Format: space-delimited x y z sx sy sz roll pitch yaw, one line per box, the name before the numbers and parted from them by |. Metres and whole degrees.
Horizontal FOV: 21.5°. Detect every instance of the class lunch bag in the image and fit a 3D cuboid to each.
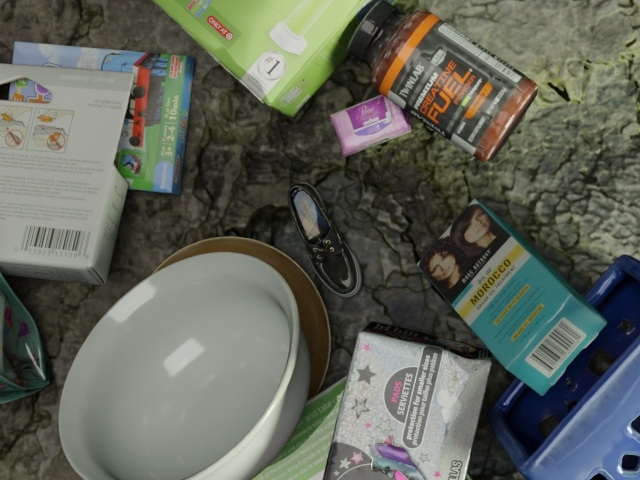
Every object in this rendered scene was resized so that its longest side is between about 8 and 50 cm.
lunch bag | -0.447 0.113 1.873 0.223 0.262 0.160 -9 57 14

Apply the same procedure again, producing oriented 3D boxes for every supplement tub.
supplement tub | 0.128 -0.177 1.815 0.198 0.106 0.106 34 95 6

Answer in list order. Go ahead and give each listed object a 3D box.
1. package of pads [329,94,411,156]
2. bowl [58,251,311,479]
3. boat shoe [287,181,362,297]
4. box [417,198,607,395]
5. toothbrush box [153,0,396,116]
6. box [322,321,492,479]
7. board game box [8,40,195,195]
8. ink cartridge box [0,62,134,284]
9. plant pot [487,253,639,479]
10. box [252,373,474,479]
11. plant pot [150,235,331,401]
package of pads | 0.055 -0.131 1.875 0.083 0.032 0.050 -21 83 11
bowl | -0.120 0.168 1.789 0.298 0.134 0.298 -20 46 22
boat shoe | 0.000 0.000 1.877 0.049 0.040 0.142 -29 81 10
box | 0.193 0.053 1.739 0.060 0.244 0.100 36 98 -30
toothbrush box | -0.024 -0.310 1.856 0.206 0.122 0.283 42 98 11
box | 0.079 0.219 1.709 0.142 0.163 0.247 12 92 6
board game box | -0.258 -0.142 1.944 0.212 0.039 0.160 6 90 14
ink cartridge box | -0.353 -0.081 1.918 0.275 0.060 0.238 6 69 14
plant pot | 0.330 0.180 1.688 0.212 0.236 0.236 40 95 -9
box | 0.062 0.313 1.825 0.232 0.058 0.322 -33 88 8
plant pot | -0.100 0.114 1.900 0.236 0.032 0.236 -1 87 14
